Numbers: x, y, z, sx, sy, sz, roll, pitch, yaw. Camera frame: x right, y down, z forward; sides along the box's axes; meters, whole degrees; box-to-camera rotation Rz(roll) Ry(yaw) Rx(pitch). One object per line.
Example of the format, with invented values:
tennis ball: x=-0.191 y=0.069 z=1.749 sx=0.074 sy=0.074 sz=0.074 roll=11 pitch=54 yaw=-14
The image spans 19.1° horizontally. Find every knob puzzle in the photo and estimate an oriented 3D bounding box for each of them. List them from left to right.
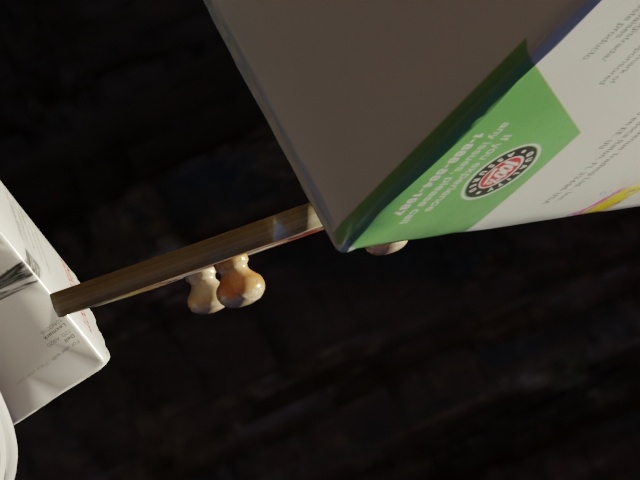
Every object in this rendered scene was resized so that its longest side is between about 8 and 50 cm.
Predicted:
knob puzzle: x=0.000 y=0.000 z=0.779 sx=0.213 sy=0.030 sz=0.213 roll=-19 pitch=179 yaw=0

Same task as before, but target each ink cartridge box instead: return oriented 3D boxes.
ink cartridge box: x=-0.255 y=0.003 z=1.333 sx=0.092 sy=0.219 sz=0.160 roll=-34 pitch=-152 yaw=0
ink cartridge box: x=0.099 y=-0.083 z=0.514 sx=0.212 sy=0.093 sz=0.154 roll=-6 pitch=150 yaw=-45

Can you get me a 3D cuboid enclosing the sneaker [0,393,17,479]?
sneaker: x=-0.247 y=0.170 z=0.975 sx=0.124 sy=0.321 sz=0.180 roll=7 pitch=-149 yaw=27
